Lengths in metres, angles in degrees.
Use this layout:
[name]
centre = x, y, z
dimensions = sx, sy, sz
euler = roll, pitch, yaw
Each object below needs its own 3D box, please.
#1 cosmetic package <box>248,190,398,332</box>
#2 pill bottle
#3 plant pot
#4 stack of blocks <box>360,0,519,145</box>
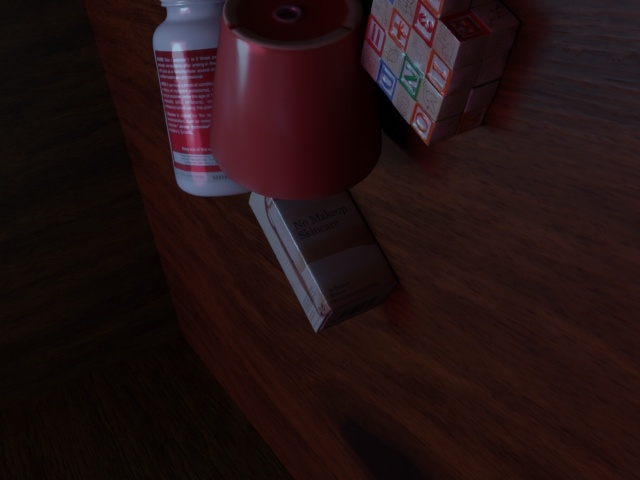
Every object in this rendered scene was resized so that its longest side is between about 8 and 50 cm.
[cosmetic package]
centre = 0.000, 0.000, 1.480
dimensions = 0.296, 0.153, 0.129
euler = 60, 157, 18
[pill bottle]
centre = -0.196, -0.308, 1.536
dimensions = 0.229, 0.229, 0.407
euler = 32, 132, 58
[plant pot]
centre = -0.039, -0.235, 1.169
dimensions = 0.275, 0.275, 0.243
euler = 53, 156, 36
[stack of blocks]
centre = 0.147, -0.280, 0.937
dimensions = 0.171, 0.087, 0.297
euler = 57, 156, 29
